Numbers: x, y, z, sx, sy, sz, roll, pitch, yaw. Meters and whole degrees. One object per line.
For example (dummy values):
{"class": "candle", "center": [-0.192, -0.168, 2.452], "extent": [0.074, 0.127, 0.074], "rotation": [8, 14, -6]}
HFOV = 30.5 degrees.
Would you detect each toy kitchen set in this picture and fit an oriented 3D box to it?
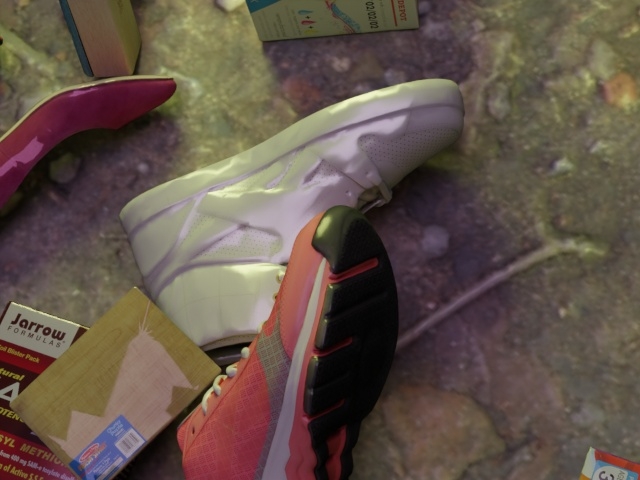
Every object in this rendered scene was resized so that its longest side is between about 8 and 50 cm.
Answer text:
{"class": "toy kitchen set", "center": [-0.246, -0.257, 1.072], "extent": [0.166, 0.122, 0.207], "rotation": [-2, 48, 9]}

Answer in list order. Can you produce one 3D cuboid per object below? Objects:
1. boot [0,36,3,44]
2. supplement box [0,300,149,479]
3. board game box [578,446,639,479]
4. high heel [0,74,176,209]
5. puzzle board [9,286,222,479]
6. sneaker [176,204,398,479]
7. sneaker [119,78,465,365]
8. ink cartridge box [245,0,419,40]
{"class": "boot", "center": [-0.366, -0.150, 1.011], "extent": [0.179, 0.085, 0.236], "rotation": [-25, 37, -4]}
{"class": "supplement box", "center": [-0.222, 0.180, 0.892], "extent": [0.130, 0.073, 0.239], "rotation": [16, 70, 15]}
{"class": "board game box", "center": [0.280, 0.254, 0.740], "extent": [0.275, 0.144, 0.142], "rotation": [18, 71, 15]}
{"class": "high heel", "center": [-0.230, -0.065, 1.007], "extent": [0.244, 0.082, 0.117], "rotation": [-18, 96, -13]}
{"class": "puzzle board", "center": [-0.150, 0.109, 0.866], "extent": [0.096, 0.011, 0.128], "rotation": [42, 78, 17]}
{"class": "sneaker", "center": [-0.042, 0.123, 0.818], "extent": [0.136, 0.116, 0.313], "rotation": [16, 100, 27]}
{"class": "sneaker", "center": [0.000, 0.000, 0.918], "extent": [0.293, 0.108, 0.169], "rotation": [-25, 68, 9]}
{"class": "ink cartridge box", "center": [0.027, -0.228, 0.999], "extent": [0.181, 0.104, 0.061], "rotation": [-4, 68, 8]}
